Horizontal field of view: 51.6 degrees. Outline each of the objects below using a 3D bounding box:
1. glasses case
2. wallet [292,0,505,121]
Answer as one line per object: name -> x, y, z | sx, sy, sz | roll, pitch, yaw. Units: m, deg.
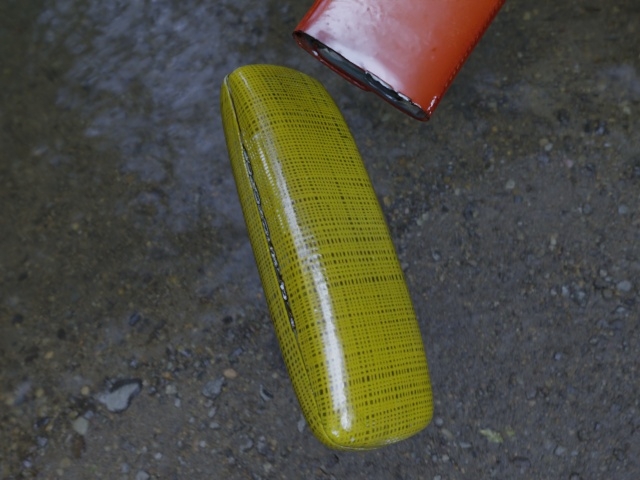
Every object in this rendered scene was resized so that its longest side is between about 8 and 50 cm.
glasses case -> 0.000, 0.000, 0.375 | 0.064, 0.079, 0.234 | -39, 59, 41
wallet -> 0.087, -0.222, 0.592 | 0.142, 0.045, 0.204 | 33, 80, 1
